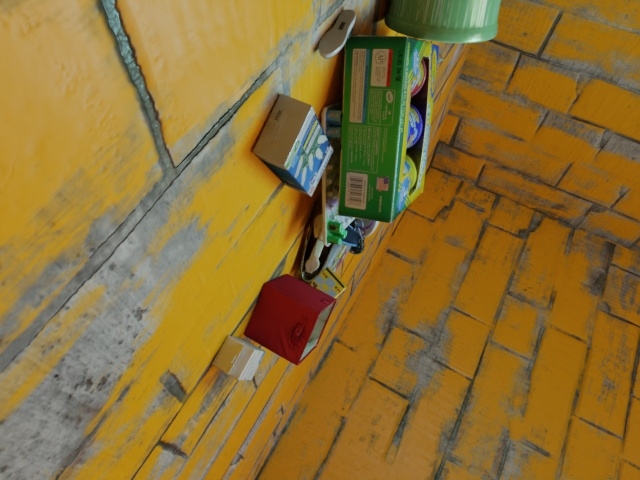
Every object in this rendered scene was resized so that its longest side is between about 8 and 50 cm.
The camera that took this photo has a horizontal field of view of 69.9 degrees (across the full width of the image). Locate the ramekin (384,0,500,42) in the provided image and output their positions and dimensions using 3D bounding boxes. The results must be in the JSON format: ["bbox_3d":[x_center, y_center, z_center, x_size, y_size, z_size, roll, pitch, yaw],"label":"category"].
[{"bbox_3d":[0.328,-0.639,1.202,0.303,0.303,0.148,-50,153,-45],"label":"ramekin"}]

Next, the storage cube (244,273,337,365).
[{"bbox_3d":[-0.088,0.234,1.408,0.184,0.193,0.215,-67,165,12],"label":"storage cube"}]

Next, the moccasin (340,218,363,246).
[{"bbox_3d":[0.093,-0.049,1.700,0.342,0.137,0.117,7,104,-76],"label":"moccasin"}]

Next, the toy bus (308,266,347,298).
[{"bbox_3d":[0.002,0.203,1.733,0.130,0.108,0.333,-41,173,-23],"label":"toy bus"}]

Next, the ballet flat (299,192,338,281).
[{"bbox_3d":[0.000,0.000,1.471,0.124,0.116,0.343,-76,-172,-57],"label":"ballet flat"}]

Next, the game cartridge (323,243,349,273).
[{"bbox_3d":[0.061,0.062,1.954,0.294,0.060,0.196,-57,160,-28],"label":"game cartridge"}]

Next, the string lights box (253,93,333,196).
[{"bbox_3d":[-0.051,-0.199,1.016,0.134,0.076,0.259,-65,167,-3],"label":"string lights box"}]

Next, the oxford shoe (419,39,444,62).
[{"bbox_3d":[0.338,-0.523,1.747,0.169,0.129,0.450,-67,180,-73],"label":"oxford shoe"}]

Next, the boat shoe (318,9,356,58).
[{"bbox_3d":[0.040,-0.439,0.992,0.142,0.049,0.040,-61,167,-21],"label":"boat shoe"}]

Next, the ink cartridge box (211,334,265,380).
[{"bbox_3d":[-0.227,0.326,1.272,0.092,0.089,0.143,-62,165,-12],"label":"ink cartridge box"}]

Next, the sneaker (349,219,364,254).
[{"bbox_3d":[0.171,-0.059,2.111,0.106,0.100,0.268,-82,-178,-46],"label":"sneaker"}]

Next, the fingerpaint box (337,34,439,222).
[{"bbox_3d":[0.197,-0.315,1.270,0.371,0.163,0.446,-36,132,-59],"label":"fingerpaint box"}]

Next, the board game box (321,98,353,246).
[{"bbox_3d":[0.106,-0.229,1.373,0.390,0.050,0.391,-45,139,-55],"label":"board game box"}]

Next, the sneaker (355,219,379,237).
[{"bbox_3d":[0.254,-0.142,1.941,0.152,0.114,0.305,-5,128,-45],"label":"sneaker"}]
